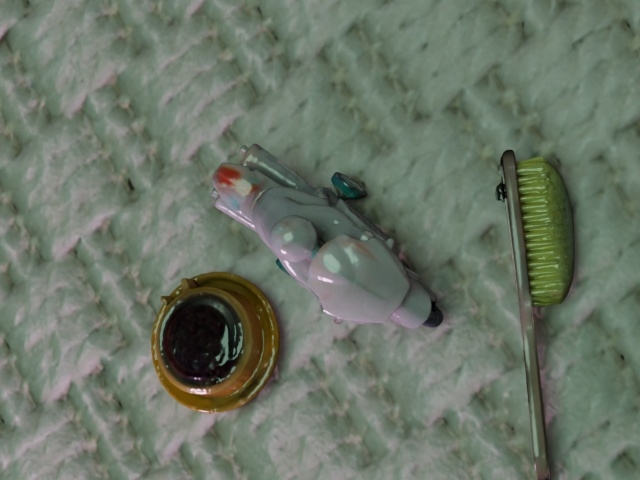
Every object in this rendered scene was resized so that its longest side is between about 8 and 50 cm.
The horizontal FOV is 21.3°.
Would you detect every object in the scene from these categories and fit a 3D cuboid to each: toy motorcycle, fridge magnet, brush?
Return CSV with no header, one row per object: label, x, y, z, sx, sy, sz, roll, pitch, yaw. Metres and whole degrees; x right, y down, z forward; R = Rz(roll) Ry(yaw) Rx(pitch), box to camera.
toy motorcycle,0.000,0.000,1.610,0.260,0.171,0.110,38,99,20
fridge magnet,-0.108,0.101,1.707,0.143,0.063,0.143,-4,80,23
brush,0.208,0.069,1.569,0.067,0.072,0.313,-6,83,10
